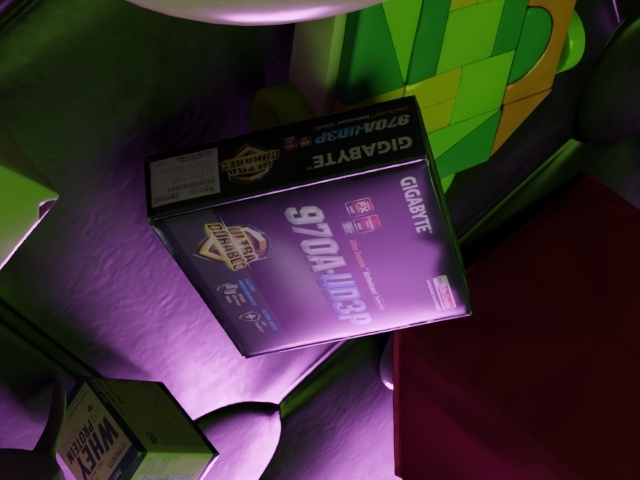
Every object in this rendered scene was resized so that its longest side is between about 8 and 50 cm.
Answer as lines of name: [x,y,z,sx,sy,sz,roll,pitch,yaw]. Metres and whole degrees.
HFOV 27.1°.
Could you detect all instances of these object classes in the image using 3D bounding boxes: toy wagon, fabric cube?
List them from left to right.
toy wagon: [0.079,-0.123,0.906,0.267,0.068,0.344,-21,139,-30]
fabric cube: [0.242,0.151,1.168,0.259,0.258,0.254,-36,146,-23]

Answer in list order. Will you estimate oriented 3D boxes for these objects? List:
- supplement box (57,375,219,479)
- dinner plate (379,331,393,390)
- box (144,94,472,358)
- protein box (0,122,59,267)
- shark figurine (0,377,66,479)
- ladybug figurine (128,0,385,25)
supplement box: [-0.135,0.146,0.953,0.083,0.083,0.056,12,116,-52]
dinner plate: [0.113,0.088,1.210,0.141,0.017,0.141,-29,144,-24]
box: [0.000,0.000,0.886,0.175,0.051,0.220,-12,150,7]
protein box: [-0.252,-0.055,0.518,0.136,0.201,0.200,-49,145,7]
shark figurine: [-0.249,0.195,0.906,0.116,0.166,0.278,12,139,-23]
ladybug figurine: [0.037,-0.289,0.580,0.449,0.162,0.305,-38,130,-6]
